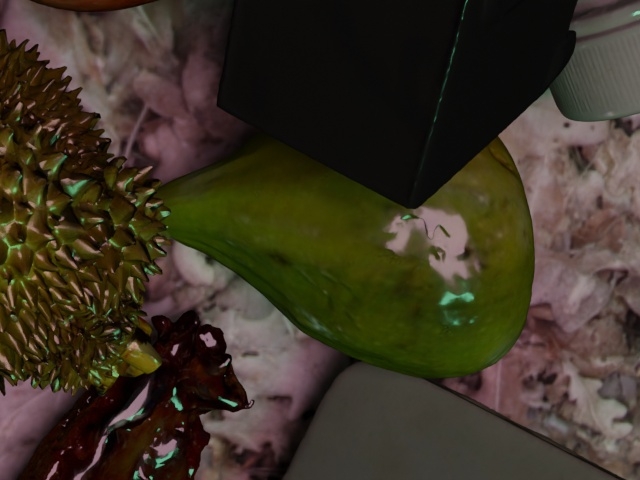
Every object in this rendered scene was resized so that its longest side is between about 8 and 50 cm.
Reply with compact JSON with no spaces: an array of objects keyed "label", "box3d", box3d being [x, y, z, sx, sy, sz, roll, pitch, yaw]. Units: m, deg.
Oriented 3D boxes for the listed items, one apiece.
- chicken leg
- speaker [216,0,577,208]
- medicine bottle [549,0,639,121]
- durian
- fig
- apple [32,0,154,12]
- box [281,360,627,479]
[{"label":"chicken leg","box3d":[-0.188,0.240,1.086,0.158,0.096,0.407,19,92,-41]},{"label":"speaker","box3d":[0.080,-0.191,0.951,0.254,0.184,0.232,-40,152,-47]},{"label":"medicine bottle","box3d":[0.224,-0.285,1.106,0.208,0.208,0.340,-28,106,-16]},{"label":"durian","box3d":[-0.231,-0.012,0.952,0.258,0.258,0.293,-56,142,-6]},{"label":"fig","box3d":[0.024,-0.005,1.056,0.314,0.233,0.233,5,96,-29]},{"label":"apple","box3d":[-0.124,-0.255,0.957,0.293,0.251,0.163,-36,131,-13]},{"label":"box","box3d":[0.104,0.325,1.102,0.373,0.090,0.367,27,86,22]}]
